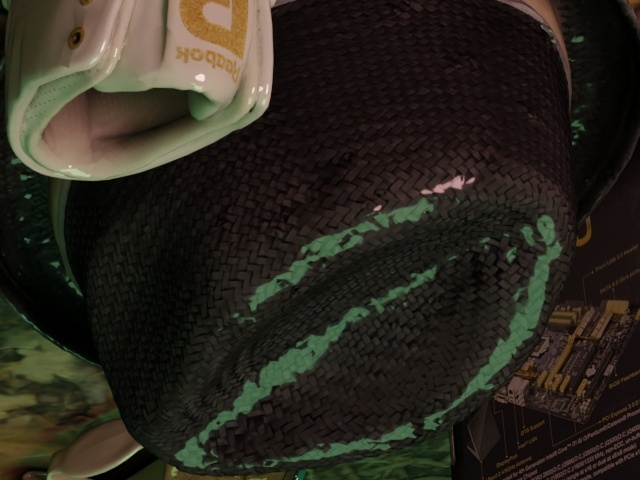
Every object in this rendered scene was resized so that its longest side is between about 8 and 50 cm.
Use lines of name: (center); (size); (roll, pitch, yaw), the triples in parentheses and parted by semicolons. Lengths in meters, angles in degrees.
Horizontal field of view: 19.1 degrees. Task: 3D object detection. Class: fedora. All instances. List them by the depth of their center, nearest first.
fedora: (0.000, 0.000, 0.853); (0.334, 0.152, 0.334); (-5, 134, -5)

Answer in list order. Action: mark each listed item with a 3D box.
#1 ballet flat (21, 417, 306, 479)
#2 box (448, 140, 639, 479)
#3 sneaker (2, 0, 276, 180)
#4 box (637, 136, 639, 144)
ballet flat: (-0.143, 0.189, 1.315); (0.124, 0.116, 0.342); (28, 139, -20)
box: (0.224, 0.076, 0.866); (0.097, 0.318, 0.395); (20, 141, -37)
sneaker: (-0.024, -0.131, 0.657); (0.108, 0.169, 0.292); (12, 145, -31)
box: (0.261, -0.078, 0.969); (0.184, 0.045, 0.191); (5, 149, -26)
